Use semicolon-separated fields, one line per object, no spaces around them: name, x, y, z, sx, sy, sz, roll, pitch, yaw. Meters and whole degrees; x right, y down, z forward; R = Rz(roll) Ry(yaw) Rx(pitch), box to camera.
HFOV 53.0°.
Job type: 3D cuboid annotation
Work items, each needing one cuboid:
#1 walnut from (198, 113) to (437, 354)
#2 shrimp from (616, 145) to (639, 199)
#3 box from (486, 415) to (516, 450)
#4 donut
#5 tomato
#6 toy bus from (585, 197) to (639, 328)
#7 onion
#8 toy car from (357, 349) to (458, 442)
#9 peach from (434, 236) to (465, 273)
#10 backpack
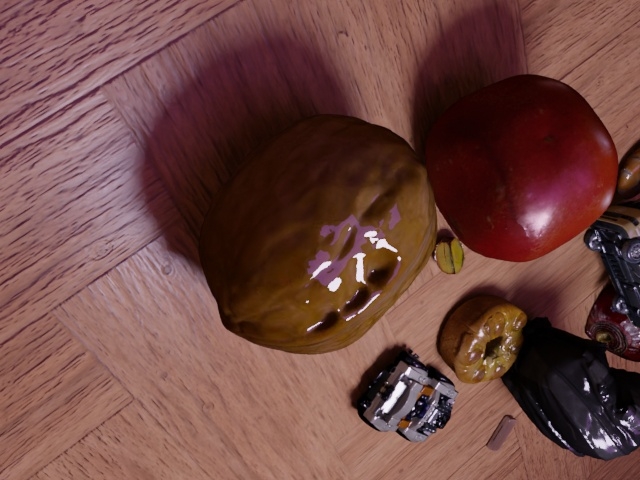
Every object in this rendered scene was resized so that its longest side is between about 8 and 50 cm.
walnut;0.000;0.000;1.005;0.398;0.308;0.354;-46;135;-3
shrimp;0.880;-0.214;1.679;0.287;0.063;0.152;-40;134;-6
box;0.539;0.574;1.911;0.048;0.025;0.115;18;104;-46
donut;0.394;0.239;1.555;0.226;0.114;0.227;-17;125;-27
tomato;0.360;-0.129;1.171;0.292;0.325;0.290;-20;172;-3
toy bus;0.855;0.065;1.673;0.201;0.177;0.366;-32;107;-7
onion;0.932;0.230;1.881;0.216;0.207;0.206;-25;131;-29
toy car;0.222;0.378;1.515;0.301;0.118;0.193;36;90;-44
peach;0.276;0.031;1.394;0.083;0.050;0.078;36;69;-52
backpack;0.626;0.368;1.567;0.254;0.445;0.363;-40;87;1
